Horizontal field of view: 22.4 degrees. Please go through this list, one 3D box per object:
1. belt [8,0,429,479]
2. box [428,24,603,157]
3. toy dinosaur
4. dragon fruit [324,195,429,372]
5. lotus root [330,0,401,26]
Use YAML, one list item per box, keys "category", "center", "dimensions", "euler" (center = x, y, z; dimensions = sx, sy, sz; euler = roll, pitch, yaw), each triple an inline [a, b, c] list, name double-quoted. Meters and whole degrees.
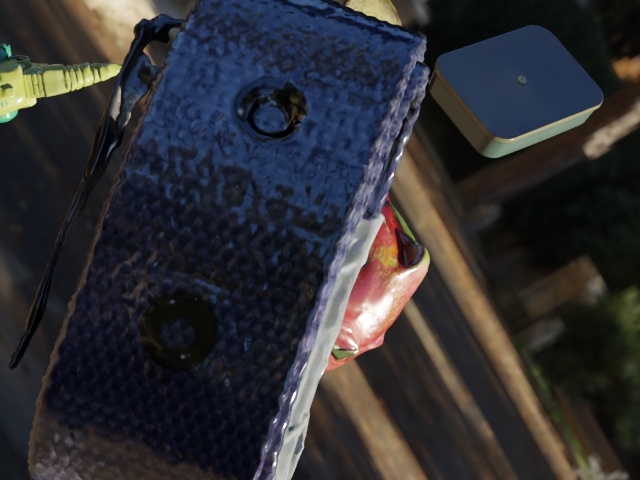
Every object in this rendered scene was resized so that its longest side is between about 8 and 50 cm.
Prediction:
- category: "belt"
  center: [-0.045, 0.003, 0.671]
  dimensions: [0.126, 0.231, 0.139]
  euler: [18, -11, 4]
- category: "box"
  center: [0.148, -0.114, 1.239]
  dimensions: [0.091, 0.126, 0.031]
  euler: [52, -38, 20]
- category: "toy dinosaur"
  center: [-0.335, -0.160, 1.656]
  dimensions: [0.153, 0.259, 0.094]
  euler: [36, -44, 56]
- category: "dragon fruit"
  center: [-0.019, 0.008, 1.562]
  dimensions: [0.198, 0.200, 0.269]
  euler: [39, 17, -50]
- category: "lotus root"
  center: [-0.038, -0.129, 1.417]
  dimensions: [0.074, 0.261, 0.170]
  euler: [36, 0, -38]
